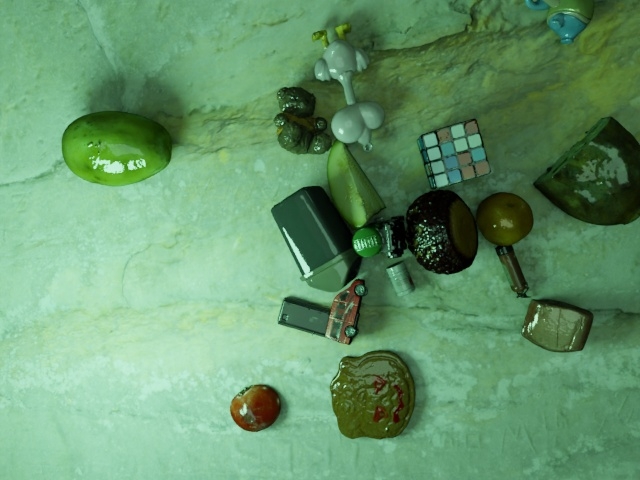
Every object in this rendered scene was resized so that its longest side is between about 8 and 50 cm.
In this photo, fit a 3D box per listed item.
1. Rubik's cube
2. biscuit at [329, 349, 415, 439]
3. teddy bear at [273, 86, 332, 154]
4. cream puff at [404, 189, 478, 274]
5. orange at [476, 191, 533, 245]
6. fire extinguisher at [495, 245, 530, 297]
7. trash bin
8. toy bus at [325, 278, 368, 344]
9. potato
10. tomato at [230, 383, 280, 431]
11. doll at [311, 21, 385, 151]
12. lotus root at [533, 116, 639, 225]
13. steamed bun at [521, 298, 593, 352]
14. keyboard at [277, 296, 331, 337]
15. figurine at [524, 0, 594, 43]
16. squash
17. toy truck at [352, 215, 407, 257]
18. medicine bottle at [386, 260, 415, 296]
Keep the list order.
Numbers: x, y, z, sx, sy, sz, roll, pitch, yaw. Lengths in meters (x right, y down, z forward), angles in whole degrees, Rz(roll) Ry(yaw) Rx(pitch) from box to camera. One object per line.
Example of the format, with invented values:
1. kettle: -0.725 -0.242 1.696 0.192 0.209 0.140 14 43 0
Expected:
1. Rubik's cube: 0.364 -0.235 1.579 0.155 0.151 0.154 -16 93 5
2. biscuit: 0.157 0.467 1.716 0.257 0.049 0.273 -3 94 5
3. teddy bear: -0.064 -0.341 1.619 0.177 0.140 0.190 3 86 -38
4. cream puff: 0.329 -0.021 1.573 0.164 0.239 0.239 -15 95 36
5. orange: 0.511 -0.056 1.591 0.158 0.159 0.136 7 140 4
6. fire extinguisher: 0.563 0.094 1.649 0.062 0.050 0.177 -26 95 -32
7. trash bin: 0.000 0.000 1.601 0.182 0.209 0.291 -30 87 18
8. toy bus: 0.079 0.203 1.666 0.089 0.081 0.195 13 85 12
9. potato: -0.579 -0.261 1.622 0.304 0.216 0.216 0 96 -5
10. tomato: -0.201 0.516 1.724 0.159 0.091 0.139 -28 94 4
11. doll: 0.081 -0.426 1.610 0.160 0.094 0.366 -17 95 -3
12. lotus root: 0.783 -0.155 1.560 0.260 0.149 0.267 45 100 0
13. steamed bun: 0.674 0.244 1.629 0.175 0.106 0.145 14 102 17
14. keyboard: -0.013 0.243 1.716 0.230 0.025 0.094 17 95 2
15. figurine: 0.652 -0.674 1.516 0.179 0.154 0.262 11 93 -8
16. squash: 0.064 -0.160 1.614 0.093 0.169 0.252 -32 92 29
17. toy truck: 0.168 -0.008 1.571 0.124 0.242 0.101 -6 95 17
18. medicine bottle: 0.235 0.112 1.667 0.058 0.058 0.091 -24 93 6
